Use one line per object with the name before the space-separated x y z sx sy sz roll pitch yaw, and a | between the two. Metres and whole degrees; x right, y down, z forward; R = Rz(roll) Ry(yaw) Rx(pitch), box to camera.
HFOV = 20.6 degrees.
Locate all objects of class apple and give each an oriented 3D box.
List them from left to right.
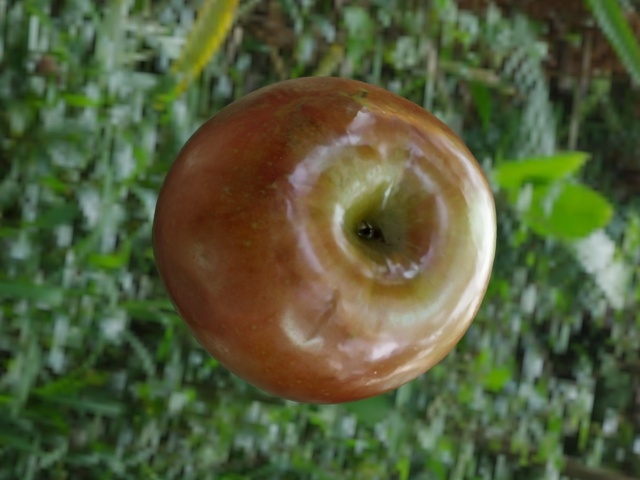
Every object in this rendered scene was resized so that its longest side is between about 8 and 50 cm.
apple | 0.000 0.000 0.835 0.163 0.139 0.163 4 81 -27
